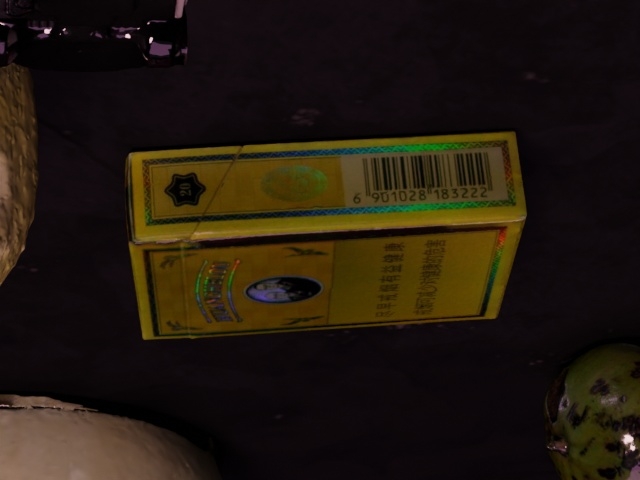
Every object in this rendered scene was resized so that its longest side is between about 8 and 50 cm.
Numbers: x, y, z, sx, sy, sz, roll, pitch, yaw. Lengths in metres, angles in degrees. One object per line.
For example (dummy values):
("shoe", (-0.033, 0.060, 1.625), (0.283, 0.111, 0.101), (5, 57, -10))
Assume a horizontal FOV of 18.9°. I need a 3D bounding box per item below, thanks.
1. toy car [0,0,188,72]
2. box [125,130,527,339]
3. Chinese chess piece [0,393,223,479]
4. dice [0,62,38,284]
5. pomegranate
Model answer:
("toy car", (-0.092, -0.145, 0.753), (0.089, 0.108, 0.209), (-3, 158, -10))
("box", (0.000, -0.001, 1.111), (0.220, 0.064, 0.141), (-2, 155, -4))
("Chinese chess piece", (-0.236, 0.238, 1.467), (0.349, 0.146, 0.349), (-3, 154, -2))
("dice", (-0.236, -0.050, 0.843), (0.169, 0.169, 0.166), (-16, 151, 23))
("pomegranate", (0.228, 0.130, 1.371), (0.161, 0.122, 0.122), (-15, 165, -39))
